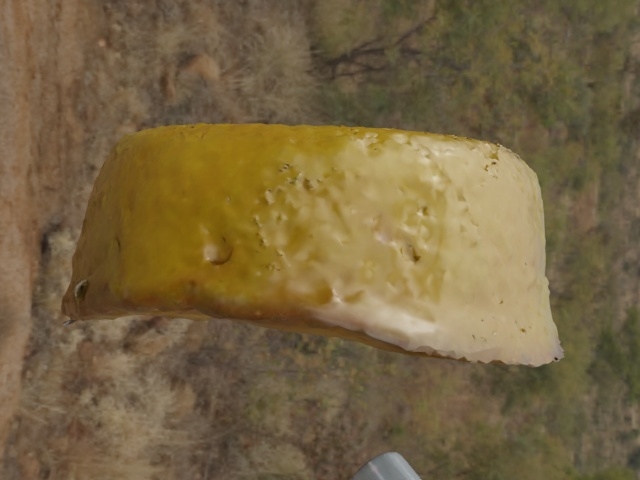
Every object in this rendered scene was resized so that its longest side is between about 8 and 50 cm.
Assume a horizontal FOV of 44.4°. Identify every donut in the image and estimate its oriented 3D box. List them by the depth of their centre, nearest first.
[{"bbox_3d":[-0.003,0.000,0.438,0.277,0.277,0.109,3,90,-68],"label":"donut"}]

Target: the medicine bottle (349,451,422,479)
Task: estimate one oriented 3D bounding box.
[{"bbox_3d":[0.124,0.244,0.378,0.110,0.352,0.110,-20,133,-23],"label":"medicine bottle"}]
